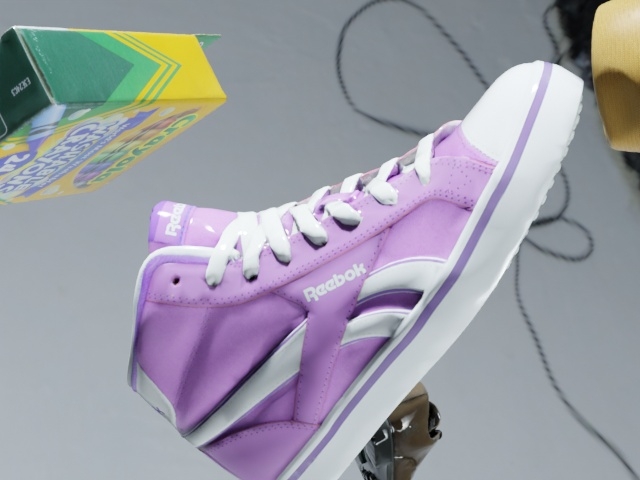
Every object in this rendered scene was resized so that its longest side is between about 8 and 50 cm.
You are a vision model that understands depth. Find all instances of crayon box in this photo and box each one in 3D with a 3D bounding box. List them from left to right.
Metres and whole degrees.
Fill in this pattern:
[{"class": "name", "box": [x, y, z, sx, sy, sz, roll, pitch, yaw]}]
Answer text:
[{"class": "crayon box", "box": [-0.234, -0.117, 1.181, 0.083, 0.203, 0.323, 63, 28, 6]}]

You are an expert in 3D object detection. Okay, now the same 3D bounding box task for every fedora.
[{"class": "fedora", "box": [0.252, -0.130, 0.947, 0.079, 0.194, 0.194, -7, 51, 17]}]

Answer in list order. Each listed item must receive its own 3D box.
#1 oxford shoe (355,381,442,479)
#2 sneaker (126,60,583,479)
[{"class": "oxford shoe", "box": [0.086, 0.216, 1.275, 0.096, 0.227, 0.083, -25, 61, -14]}, {"class": "sneaker", "box": [0.000, 0.001, 0.624, 0.161, 0.282, 0.102, 35, 18, -2]}]
